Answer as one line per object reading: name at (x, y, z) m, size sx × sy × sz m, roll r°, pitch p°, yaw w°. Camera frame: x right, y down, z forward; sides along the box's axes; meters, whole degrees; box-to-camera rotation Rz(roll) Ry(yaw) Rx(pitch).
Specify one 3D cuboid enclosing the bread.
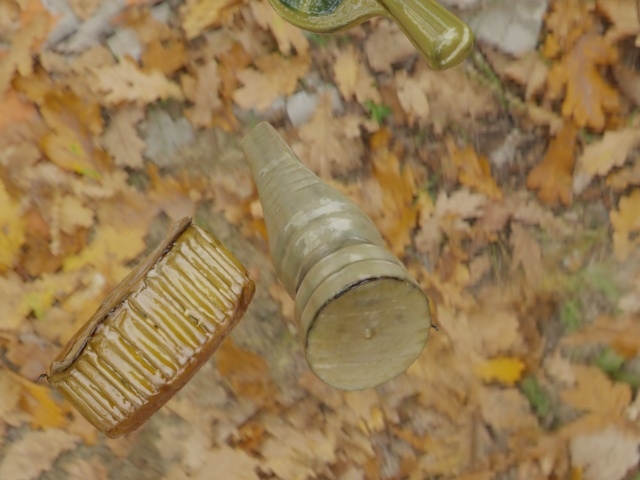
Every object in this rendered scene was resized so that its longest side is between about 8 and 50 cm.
bread at (-0.143, 0.080, 1.462) m, size 0.104 × 0.199 × 0.199 m, roll 43°, pitch 82°, yaw -6°

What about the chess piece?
chess piece at (0.000, 0.000, 1.623) m, size 0.137 × 0.137 × 0.301 m, roll -26°, pitch 43°, yaw -1°

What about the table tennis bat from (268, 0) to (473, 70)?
table tennis bat at (0.051, -0.273, 1.693) m, size 0.198 × 0.050 × 0.321 m, roll -48°, pitch 51°, yaw 10°
